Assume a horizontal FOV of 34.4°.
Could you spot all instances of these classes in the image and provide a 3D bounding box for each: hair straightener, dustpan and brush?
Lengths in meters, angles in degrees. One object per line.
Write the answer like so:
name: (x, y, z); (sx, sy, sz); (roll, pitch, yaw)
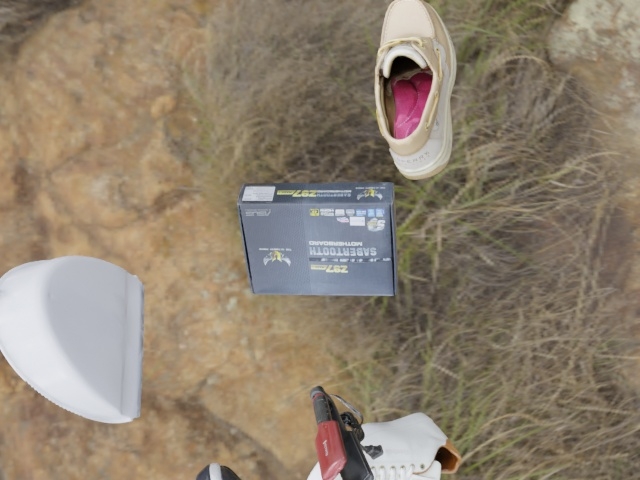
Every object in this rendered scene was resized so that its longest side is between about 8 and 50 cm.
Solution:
hair straightener: (0.028, 0.241, 1.239); (0.089, 0.230, 0.047); (35, 96, -18)
dustpan and brush: (-0.235, 0.056, 0.832); (0.060, 0.211, 0.147); (-23, 52, 24)

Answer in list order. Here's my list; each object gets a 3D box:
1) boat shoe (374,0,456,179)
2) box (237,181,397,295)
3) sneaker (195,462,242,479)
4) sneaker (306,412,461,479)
boat shoe: (0.073, -0.134, 0.826); (0.063, 0.059, 0.170); (-14, 60, 20)
box: (0.000, 0.000, 1.571); (0.233, 0.059, 0.183); (1, 131, 7)
sneaker: (0.005, 0.235, 0.733); (0.097, 0.084, 0.235); (-36, 58, -16)
sneaker: (0.107, 0.340, 1.547); (0.123, 0.290, 0.105); (39, 124, 33)
